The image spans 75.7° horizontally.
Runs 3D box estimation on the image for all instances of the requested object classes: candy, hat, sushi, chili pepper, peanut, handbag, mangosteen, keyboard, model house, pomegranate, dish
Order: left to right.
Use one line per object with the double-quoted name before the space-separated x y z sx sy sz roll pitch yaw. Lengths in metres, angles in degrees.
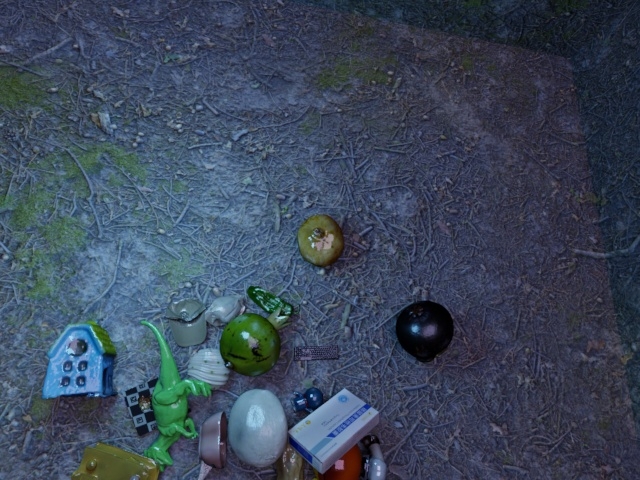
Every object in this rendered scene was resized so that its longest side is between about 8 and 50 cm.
"model house" -0.904 0.453 1.576 0.215 0.237 0.304 -2 73 -15
"handbag" -0.795 0.977 1.493 0.282 0.133 0.401 17 78 5
"sushi" -0.658 0.650 1.671 0.215 0.050 0.192 -20 95 -14
"hat" -0.572 0.354 1.779 0.166 0.144 0.173 -7 119 -17
"dish" -0.424 0.781 1.614 0.090 0.213 0.214 -3 75 -6
"candy" -0.253 0.737 1.625 0.185 0.295 0.296 19 64 -52
"pomegranate" -0.266 0.417 1.735 0.340 0.260 0.260 -40 86 -25
"chili pepper" -0.218 0.281 1.866 0.256 0.074 0.100 30 70 -2
"peanut" -0.126 0.927 1.665 0.149 0.149 0.314 5 74 -11
"keyboard" -0.019 0.513 1.877 0.204 0.013 0.061 2 73 -12
"pomegranate" 0.000 0.000 1.916 0.248 0.248 0.248 4 73 -12
"mangosteen" 0.494 0.434 1.913 0.275 0.275 0.302 -37 118 -20

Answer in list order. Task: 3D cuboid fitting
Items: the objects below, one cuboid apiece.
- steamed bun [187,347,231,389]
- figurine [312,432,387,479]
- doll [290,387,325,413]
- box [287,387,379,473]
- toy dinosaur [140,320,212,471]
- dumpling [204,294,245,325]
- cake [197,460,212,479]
"steamed bun" -0.463 0.535 1.721 0.182 0.106 0.183 4 75 -13
"figurine" 0.105 0.918 1.690 0.323 0.196 0.320 15 70 -19
"doll" -0.051 0.691 1.785 0.151 0.085 0.114 -20 68 -7
"box" 0.057 0.758 1.674 0.343 0.200 0.065 -21 121 -40
"toy dinosaur" -0.646 0.603 1.617 0.374 0.144 0.500 -41 87 6
"dumpling" -0.408 0.308 1.796 0.199 0.118 0.136 -26 121 -26
"cake" -0.470 0.918 1.637 0.065 0.052 0.121 34 70 -8
